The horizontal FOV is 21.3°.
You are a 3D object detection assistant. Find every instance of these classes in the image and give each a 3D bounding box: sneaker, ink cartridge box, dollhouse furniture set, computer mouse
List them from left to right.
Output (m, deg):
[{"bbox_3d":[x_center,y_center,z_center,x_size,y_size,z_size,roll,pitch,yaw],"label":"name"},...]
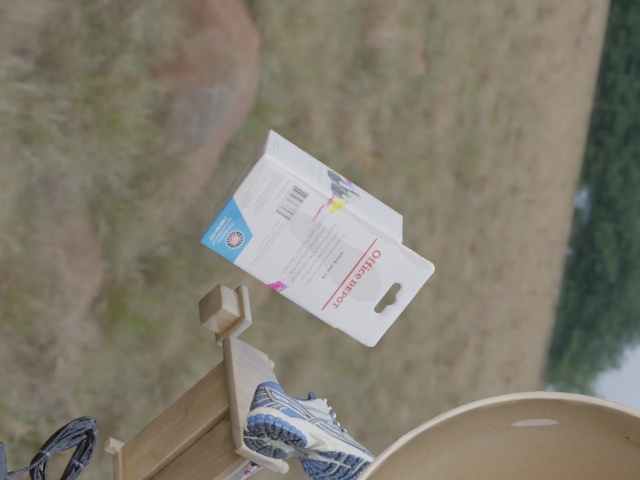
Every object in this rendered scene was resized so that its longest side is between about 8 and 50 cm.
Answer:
[{"bbox_3d":[-0.232,0.163,1.226,0.242,0.041,0.071,-7,104,-68],"label":"computer mouse"},{"bbox_3d":[-0.112,0.278,1.636,0.303,0.174,0.355,-40,-142,28],"label":"dollhouse furniture set"},{"bbox_3d":[-0.001,0.149,1.333,0.135,0.052,0.058,33,42,-34],"label":"sneaker"},{"bbox_3d":[0.000,0.000,1.491,0.104,0.181,0.061,-52,-168,21],"label":"ink cartridge box"}]

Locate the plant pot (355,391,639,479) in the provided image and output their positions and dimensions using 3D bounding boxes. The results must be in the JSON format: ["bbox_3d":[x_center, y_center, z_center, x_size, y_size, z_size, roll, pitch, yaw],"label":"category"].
[{"bbox_3d":[0.138,0.250,1.045,0.191,0.284,0.284,66,35,-73],"label":"plant pot"}]
